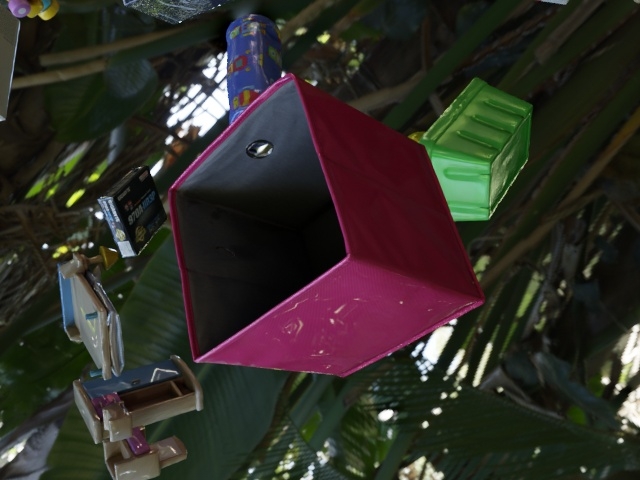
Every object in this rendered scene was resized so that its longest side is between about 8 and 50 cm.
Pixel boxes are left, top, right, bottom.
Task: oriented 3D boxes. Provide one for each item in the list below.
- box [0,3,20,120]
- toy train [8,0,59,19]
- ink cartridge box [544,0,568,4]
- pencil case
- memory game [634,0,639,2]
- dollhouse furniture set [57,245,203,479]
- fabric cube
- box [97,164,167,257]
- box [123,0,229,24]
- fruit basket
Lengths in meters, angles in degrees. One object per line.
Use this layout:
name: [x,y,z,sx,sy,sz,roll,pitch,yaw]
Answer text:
box: [-0.762,-0.404,1.441,0.113,0.094,0.275,48,-143,-62]
toy train: [-0.316,-0.285,0.647,0.125,0.046,0.166,53,-175,-13]
ink cartridge box: [0.392,-0.542,1.206,0.128,0.127,0.176,-2,-141,-21]
pencil case: [-0.132,-0.332,1.348,0.133,0.119,0.306,32,-139,-44]
memory game: [0.707,-0.566,1.305,0.186,0.186,0.012,27,-161,-39]
dollhouse furniture set: [-0.302,0.184,1.096,0.198,0.303,0.286,-12,-153,-32]
fabric cube: [0.000,0.000,0.804,0.258,0.254,0.259,17,-133,-44]
box: [-0.501,-0.082,1.735,0.220,0.051,0.175,-70,-31,-60]
box: [-0.234,-0.482,1.140,0.153,0.207,0.108,-14,-89,-69]
fruit basket: [0.311,-0.221,1.640,0.392,0.392,0.283,-100,0,-51]
